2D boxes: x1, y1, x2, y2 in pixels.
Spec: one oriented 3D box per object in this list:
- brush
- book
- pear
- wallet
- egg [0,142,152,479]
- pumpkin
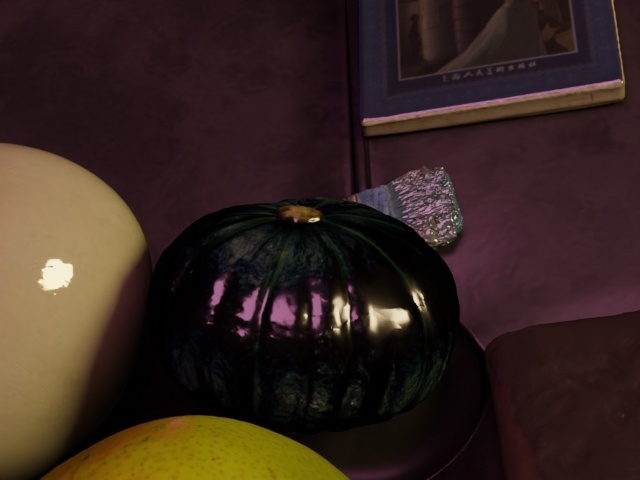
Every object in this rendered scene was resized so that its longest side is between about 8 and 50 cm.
[{"bbox_3d":[0.000,0.000,1.004,0.196,0.021,0.070,-16,51,5],"label":"brush"},{"bbox_3d":[0.122,-0.200,1.109,0.190,0.025,0.269,-7,54,11],"label":"book"},{"bbox_3d":[-0.087,0.185,0.787,0.219,0.187,0.187,7,54,-9],"label":"pear"},{"bbox_3d":[0.183,0.155,0.799,0.165,0.042,0.310,-13,41,12],"label":"wallet"},{"bbox_3d":[-0.232,0.055,0.908,0.269,0.219,0.219,-32,51,13],"label":"egg"},{"bbox_3d":[-0.010,0.043,0.881,0.194,0.150,0.194,-21,16,6],"label":"pumpkin"}]
